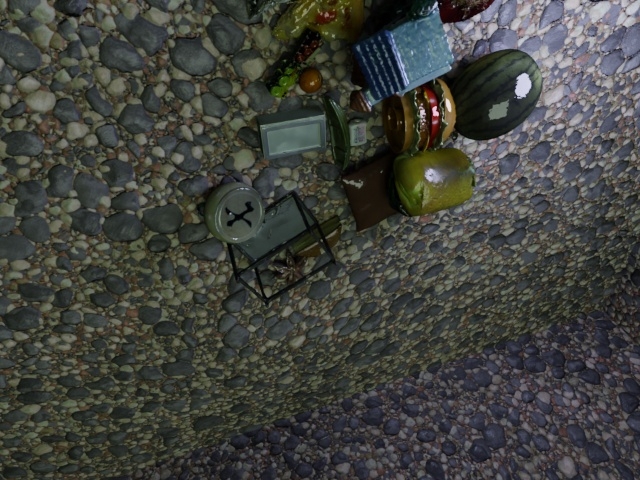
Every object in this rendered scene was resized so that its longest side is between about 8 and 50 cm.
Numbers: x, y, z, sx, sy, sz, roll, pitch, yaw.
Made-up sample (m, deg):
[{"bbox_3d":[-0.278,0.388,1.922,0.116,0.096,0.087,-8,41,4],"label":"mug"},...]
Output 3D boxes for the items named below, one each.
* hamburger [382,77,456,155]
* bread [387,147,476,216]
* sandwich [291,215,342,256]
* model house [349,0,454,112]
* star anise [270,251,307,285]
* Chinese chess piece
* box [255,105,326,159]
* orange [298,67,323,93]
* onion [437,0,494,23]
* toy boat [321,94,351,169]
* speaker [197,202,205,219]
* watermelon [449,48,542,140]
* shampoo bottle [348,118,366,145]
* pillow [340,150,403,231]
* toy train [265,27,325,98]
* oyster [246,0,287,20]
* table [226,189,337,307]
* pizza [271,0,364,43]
[{"bbox_3d":[0.351,-0.436,1.592,0.212,0.274,0.275,-12,133,-7],"label":"hamburger"},{"bbox_3d":[0.431,-0.223,1.766,0.376,0.208,0.251,-12,113,-37],"label":"bread"},{"bbox_3d":[0.000,0.000,1.949,0.244,0.090,0.088,-31,131,6],"label":"sandwich"},{"bbox_3d":[0.183,-0.545,1.386,0.329,0.295,0.252,-35,118,0],"label":"model house"},{"bbox_3d":[-0.139,0.122,2.023,0.171,0.063,0.208,-6,135,-12],"label":"star anise"},{"bbox_3d":[-0.310,-0.103,1.675,0.237,0.092,0.238,-16,117,-36],"label":"Chinese chess piece"},{"bbox_3d":[-0.099,-0.372,1.584,0.225,0.086,0.130,-13,133,-11],"label":"box"},{"bbox_3d":[-0.033,-0.518,1.488,0.083,0.084,0.084,-12,133,-13],"label":"orange"},{"bbox_3d":[0.398,-0.788,1.343,0.313,0.233,0.314,-13,158,-5],"label":"onion"},{"bbox_3d":[0.063,-0.389,1.637,0.055,0.093,0.293,-33,137,-18],"label":"toy boat"},{"bbox_3d":[-0.413,-0.106,1.717,0.094,0.060,0.075,37,113,-4],"label":"speaker"},{"bbox_3d":[0.601,-0.504,1.628,0.359,0.279,0.279,-33,134,12],"label":"watermelon"},{"bbox_3d":[0.135,-0.402,1.686,0.072,0.043,0.099,-15,133,-11],"label":"shampoo bottle"},{"bbox_3d":[0.243,-0.208,1.852,0.307,0.108,0.305,-28,133,-5],"label":"pillow"},{"bbox_3d":[-0.077,-0.543,1.416,0.085,0.053,0.249,-2,150,-48],"label":"toy train"},{"bbox_3d":[-0.097,-0.717,1.255,0.087,0.199,0.252,-23,136,-68],"label":"oyster"},{"bbox_3d":[-0.156,0.033,1.786,0.335,0.272,0.222,-32,134,7],"label":"table"},{"bbox_3d":[-0.005,-0.655,1.363,0.287,0.075,0.280,-23,147,10],"label":"pizza"}]
